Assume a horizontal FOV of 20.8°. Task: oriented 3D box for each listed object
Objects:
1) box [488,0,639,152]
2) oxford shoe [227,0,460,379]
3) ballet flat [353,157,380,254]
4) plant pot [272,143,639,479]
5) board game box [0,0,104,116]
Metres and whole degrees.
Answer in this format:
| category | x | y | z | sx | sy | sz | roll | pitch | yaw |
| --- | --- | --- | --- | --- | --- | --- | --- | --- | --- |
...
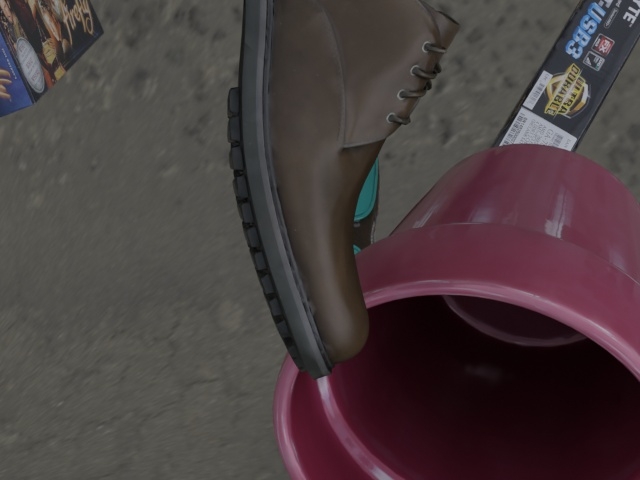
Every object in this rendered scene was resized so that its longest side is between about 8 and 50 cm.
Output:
| category | x | y | z | sx | sy | sz | roll | pitch | yaw |
| --- | --- | --- | --- | --- | --- | --- | --- | --- | --- |
| box | 0.210 | -0.105 | 1.651 | 0.073 | 0.295 | 0.293 | 33 | 69 | 4 |
| oxford shoe | 0.009 | -0.057 | 0.682 | 0.096 | 0.083 | 0.227 | -3 | 100 | -1 |
| ballet flat | 0.000 | 0.000 | 1.705 | 0.107 | 0.106 | 0.316 | 6 | 72 | -22 |
| plant pot | 0.094 | 0.051 | 0.881 | 0.201 | 0.201 | 0.180 | 33 | 37 | -8 |
| board game box | -0.248 | -0.207 | 1.392 | 0.042 | 0.243 | 0.165 | -20 | 107 | 12 |
